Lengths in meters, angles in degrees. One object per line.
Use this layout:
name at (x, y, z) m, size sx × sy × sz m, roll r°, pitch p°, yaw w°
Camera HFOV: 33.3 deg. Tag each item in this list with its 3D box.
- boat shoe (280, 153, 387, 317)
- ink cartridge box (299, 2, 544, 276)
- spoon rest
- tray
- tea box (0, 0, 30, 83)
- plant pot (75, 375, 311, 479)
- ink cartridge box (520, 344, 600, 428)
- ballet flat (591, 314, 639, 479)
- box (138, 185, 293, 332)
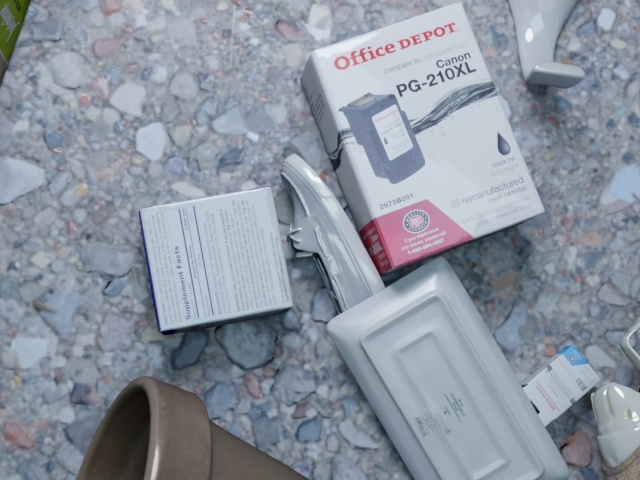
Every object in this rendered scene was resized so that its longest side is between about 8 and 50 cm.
boat shoe at (0.000, 0.000, 1.112) m, size 0.063 × 0.066 × 0.184 m, roll -31°, pitch 96°, yaw -10°
ink cartridge box at (0.101, -0.104, 1.112) m, size 0.172 × 0.100 × 0.237 m, roll -20°, pitch 85°, yaw -9°
spoon rest at (0.248, -0.284, 1.175) m, size 0.137 × 0.084 × 0.276 m, roll 8°, pitch 68°, yaw -6°
tray at (0.132, 0.166, 1.087) m, size 0.145 × 0.030 × 0.270 m, roll -30°, pitch 95°, yaw 1°
tea box at (-0.436, -0.360, 1.029) m, size 0.329 × 0.220 × 0.324 m, roll 18°, pitch 80°, yaw -3°
plant pot at (-0.102, 0.282, 0.988) m, size 0.229 × 0.263 × 0.263 m, roll 21°, pitch 80°, yaw -22°
ink cartridge box at (0.247, 0.155, 1.129) m, size 0.083 × 0.028 × 0.048 m, roll -37°, pitch 88°, yaw -10°
ballet flat at (0.345, 0.154, 1.106) m, size 0.106 × 0.107 × 0.316 m, roll 33°, pitch 70°, yaw -4°
box at (-0.106, 0.022, 1.087) m, size 0.137 × 0.072 × 0.126 m, roll -10°, pitch 84°, yaw -8°
